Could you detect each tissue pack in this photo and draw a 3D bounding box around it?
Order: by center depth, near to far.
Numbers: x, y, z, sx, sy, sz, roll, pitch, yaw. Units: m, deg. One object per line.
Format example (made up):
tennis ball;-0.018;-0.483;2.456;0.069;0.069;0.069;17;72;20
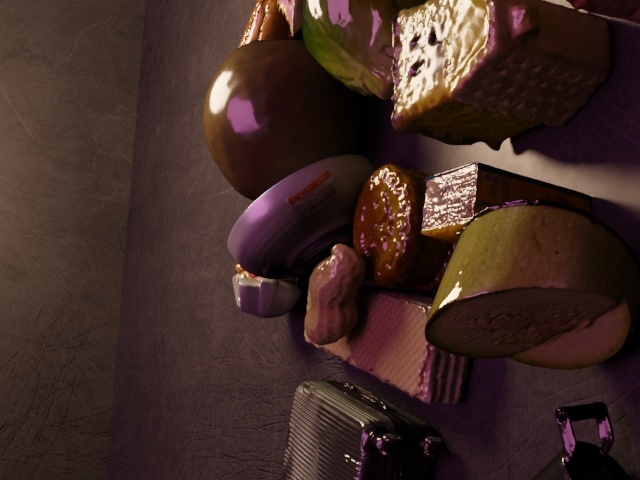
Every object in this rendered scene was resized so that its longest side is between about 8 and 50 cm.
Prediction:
tissue pack;0.218;-0.028;1.111;0.120;0.169;0.082;-14;66;63

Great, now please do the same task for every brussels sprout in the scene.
brussels sprout;0.084;-0.336;1.455;0.271;0.210;0.219;60;143;30

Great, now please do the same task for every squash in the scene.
squash;0.231;0.071;0.991;0.220;0.220;0.133;-49;15;50

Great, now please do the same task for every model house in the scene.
model house;0.220;-0.213;1.137;0.234;0.193;0.175;-2;81;62

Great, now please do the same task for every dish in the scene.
dish;0.000;0.000;1.502;0.134;0.273;0.273;59;140;20

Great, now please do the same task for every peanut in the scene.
peanut;0.022;0.082;1.399;0.082;0.082;0.187;-119;31;-51

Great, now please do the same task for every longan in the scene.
longan;-0.066;-0.203;1.642;0.297;0.297;0.297;-29;58;60

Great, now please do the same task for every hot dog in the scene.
hot dog;-0.124;-0.368;1.989;0.158;0.117;0.349;-71;7;-69

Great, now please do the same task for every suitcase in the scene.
suitcase;0.052;0.331;1.407;0.312;0.128;0.202;-163;82;-65

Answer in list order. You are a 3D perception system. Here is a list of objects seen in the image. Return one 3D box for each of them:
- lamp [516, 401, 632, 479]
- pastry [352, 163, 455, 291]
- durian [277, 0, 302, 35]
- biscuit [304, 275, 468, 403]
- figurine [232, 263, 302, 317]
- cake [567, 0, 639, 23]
lamp;0.255;0.308;1.001;0.227;0.147;0.172;-55;49;33
pastry;0.126;-0.016;1.377;0.188;0.103;0.189;-25;61;61
durian;0.029;-0.550;1.738;0.341;0.112;0.191;-59;23;25
biscuit;0.087;0.136;1.448;0.426;0.078;0.144;-162;80;-65
figurine;-0.088;0.030;1.779;0.176;0.132;0.237;-151;74;-80
cake;0.309;-0.319;0.858;0.196;0.292;0.199;-104;28;-42
